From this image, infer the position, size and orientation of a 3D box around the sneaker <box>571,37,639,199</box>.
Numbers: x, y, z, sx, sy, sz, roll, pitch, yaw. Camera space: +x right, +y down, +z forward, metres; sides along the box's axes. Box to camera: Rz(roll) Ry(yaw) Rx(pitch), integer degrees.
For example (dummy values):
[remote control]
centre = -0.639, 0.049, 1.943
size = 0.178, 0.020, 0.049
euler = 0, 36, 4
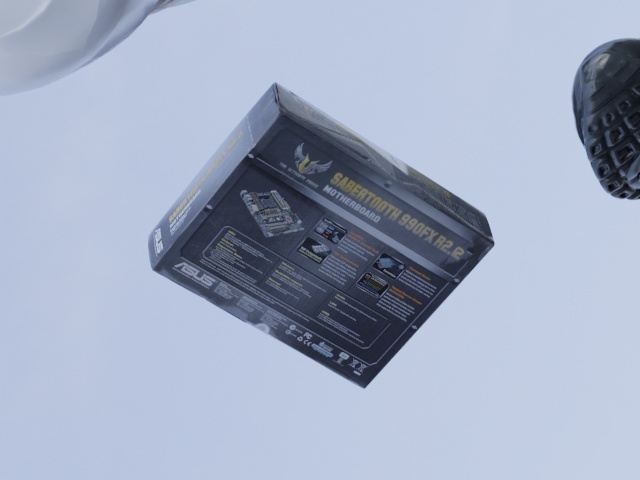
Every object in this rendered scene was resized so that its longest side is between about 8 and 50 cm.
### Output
[sneaker]
centre = 0.242, -0.097, 1.389
size = 0.286, 0.109, 0.130
euler = 24, -145, -58

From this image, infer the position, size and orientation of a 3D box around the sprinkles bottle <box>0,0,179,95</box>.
[sprinkles bottle]
centre = -0.075, -0.154, 0.787
size = 0.355, 0.121, 0.121
euler = -51, -49, -68

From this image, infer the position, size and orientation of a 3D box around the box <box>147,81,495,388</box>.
[box]
centre = 0.000, 0.000, 1.620
size = 0.231, 0.183, 0.056
euler = 30, -157, -23

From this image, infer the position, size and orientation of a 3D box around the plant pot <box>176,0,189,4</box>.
[plant pot]
centre = -0.139, -0.290, 1.416
size = 0.293, 0.275, 0.275
euler = -103, 2, -76
